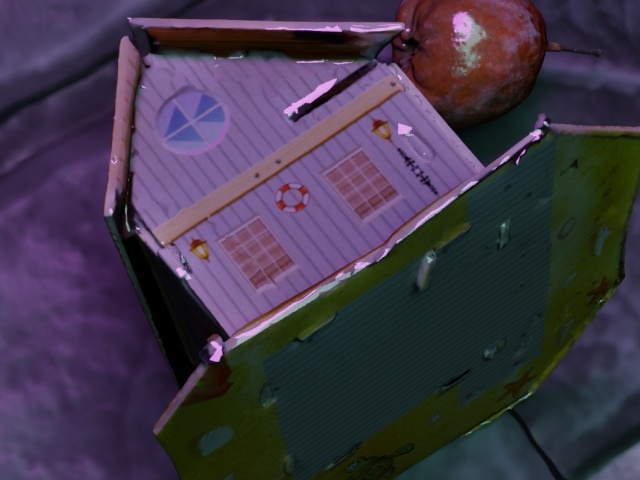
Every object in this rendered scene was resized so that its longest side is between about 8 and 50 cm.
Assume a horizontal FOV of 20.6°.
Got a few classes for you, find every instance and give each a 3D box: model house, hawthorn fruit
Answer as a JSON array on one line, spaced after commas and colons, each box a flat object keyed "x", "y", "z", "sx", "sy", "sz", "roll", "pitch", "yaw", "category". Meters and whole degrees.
[{"x": 0.000, "y": 0.000, "z": 0.673, "sx": 0.207, "sy": 0.219, "sz": 0.136, "roll": -35, "pitch": 66, "yaw": -10, "category": "model house"}, {"x": 0.081, "y": -0.082, "z": 0.760, "sx": 0.103, "sy": 0.067, "sz": 0.067, "roll": -5, "pitch": 77, "yaw": -18, "category": "hawthorn fruit"}]
